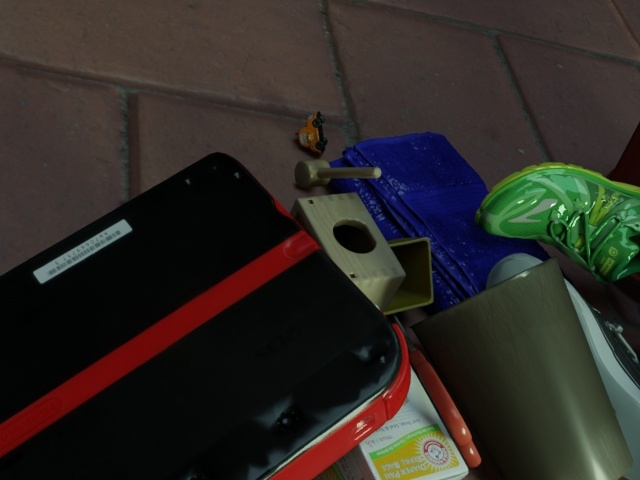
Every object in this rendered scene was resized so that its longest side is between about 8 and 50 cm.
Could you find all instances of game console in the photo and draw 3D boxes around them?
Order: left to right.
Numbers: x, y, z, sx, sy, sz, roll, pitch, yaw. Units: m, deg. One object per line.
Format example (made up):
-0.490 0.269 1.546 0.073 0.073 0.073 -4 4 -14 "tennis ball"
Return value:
-0.146 0.113 0.885 0.387 0.060 0.342 -33 60 -21 "game console"

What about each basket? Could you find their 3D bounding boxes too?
0.220 0.155 1.004 0.154 0.204 0.226 -22 81 -29 "basket"

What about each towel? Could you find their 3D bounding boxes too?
0.173 -0.022 1.250 0.228 0.076 0.308 -16 57 -36 "towel"

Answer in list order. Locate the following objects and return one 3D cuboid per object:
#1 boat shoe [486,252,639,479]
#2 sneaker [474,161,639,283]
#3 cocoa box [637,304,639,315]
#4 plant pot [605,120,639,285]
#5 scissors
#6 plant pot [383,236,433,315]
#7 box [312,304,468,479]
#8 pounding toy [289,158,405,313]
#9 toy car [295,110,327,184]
0.316 0.136 1.118 0.306 0.113 0.105 48 29 6 "boat shoe"
0.342 -0.017 1.186 0.296 0.109 0.123 7 44 -6 "sneaker"
0.558 0.170 1.072 0.231 0.228 0.347 17 44 -21 "cocoa box"
0.538 -0.099 1.325 0.273 0.265 0.272 6 39 -5 "plant pot"
0.103 0.121 1.016 0.021 0.109 0.297 -29 38 3 "scissors"
0.075 0.038 1.131 0.082 0.081 0.083 -10 10 -34 "plant pot"
0.039 0.182 0.952 0.103 0.114 0.203 -6 52 -32 "box"
0.001 -0.010 1.073 0.094 0.181 0.206 -7 52 -31 "pounding toy"
-0.019 -0.126 1.274 0.041 0.060 0.122 -4 34 13 "toy car"
